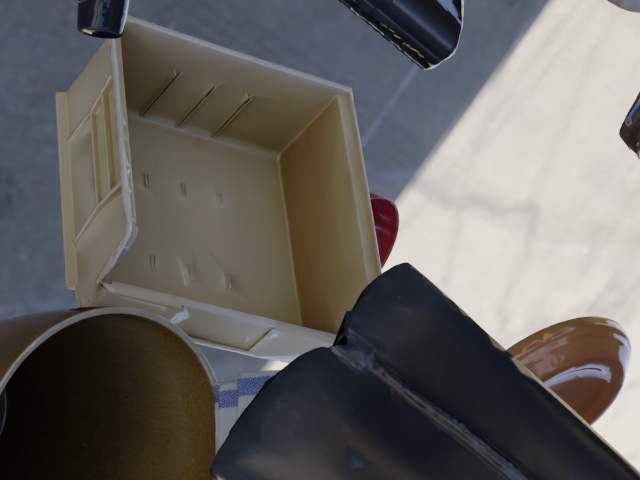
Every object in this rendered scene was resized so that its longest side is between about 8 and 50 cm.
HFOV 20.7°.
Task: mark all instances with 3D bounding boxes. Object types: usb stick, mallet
[{"bbox_3d":[-0.008,-0.192,1.029,0.045,0.077,0.278,-22,142,33],"label":"usb stick"},{"bbox_3d":[-0.226,-0.210,1.322,0.190,0.039,0.062,20,78,-32],"label":"mallet"}]

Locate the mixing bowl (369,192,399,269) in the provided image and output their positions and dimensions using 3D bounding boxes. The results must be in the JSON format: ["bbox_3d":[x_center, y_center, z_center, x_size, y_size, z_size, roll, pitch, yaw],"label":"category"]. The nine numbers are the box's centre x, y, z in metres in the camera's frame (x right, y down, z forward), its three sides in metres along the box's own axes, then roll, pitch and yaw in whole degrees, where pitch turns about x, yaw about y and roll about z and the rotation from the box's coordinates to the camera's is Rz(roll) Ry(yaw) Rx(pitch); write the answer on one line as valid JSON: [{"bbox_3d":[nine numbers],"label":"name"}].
[{"bbox_3d":[0.000,0.000,2.133,0.181,0.098,0.181,-35,146,-28],"label":"mixing bowl"}]

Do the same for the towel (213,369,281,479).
[{"bbox_3d":[0.020,0.216,1.280,0.034,0.209,0.285,68,18,-55],"label":"towel"}]

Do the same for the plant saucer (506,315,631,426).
[{"bbox_3d":[0.216,0.152,1.678,0.200,0.037,0.200,-21,145,-16],"label":"plant saucer"}]

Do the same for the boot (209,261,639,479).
[{"bbox_3d":[0.107,0.257,1.107,0.367,0.445,0.146,-37,165,-43],"label":"boot"}]

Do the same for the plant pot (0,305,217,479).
[{"bbox_3d":[-0.248,0.162,1.457,0.237,0.254,0.237,-4,96,-41],"label":"plant pot"}]

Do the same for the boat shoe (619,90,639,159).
[{"bbox_3d":[0.265,-0.139,1.240,0.066,0.066,0.183,13,106,-54],"label":"boat shoe"}]

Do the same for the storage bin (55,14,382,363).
[{"bbox_3d":[-0.095,-0.039,1.593,0.262,0.260,0.123,15,140,-32],"label":"storage bin"}]

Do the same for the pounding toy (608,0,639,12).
[{"bbox_3d":[0.187,-0.226,1.055,0.154,0.269,0.155,-17,145,-19],"label":"pounding toy"}]
